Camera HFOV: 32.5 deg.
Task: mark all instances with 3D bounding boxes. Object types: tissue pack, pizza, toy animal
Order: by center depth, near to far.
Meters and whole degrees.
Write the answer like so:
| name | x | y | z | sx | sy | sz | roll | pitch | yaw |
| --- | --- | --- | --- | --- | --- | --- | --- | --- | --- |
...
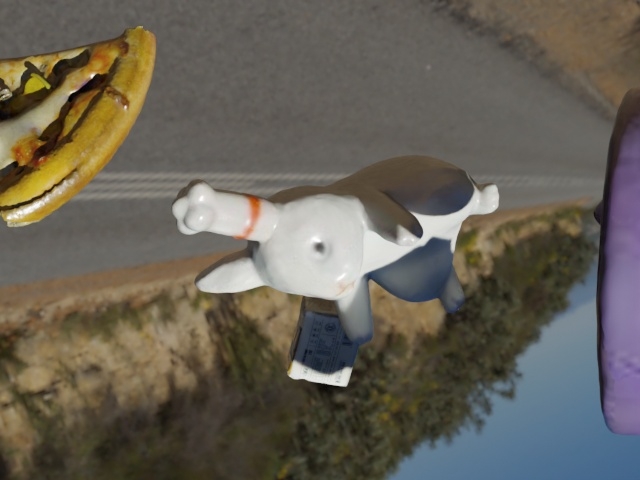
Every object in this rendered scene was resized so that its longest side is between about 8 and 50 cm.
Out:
| name | x | y | z | sx | sy | sz | roll | pitch | yaw |
| --- | --- | --- | --- | --- | --- | --- | --- | --- | --- |
| pizza | -0.211 | -0.108 | 0.814 | 0.184 | 0.176 | 0.036 | -49 | 153 | -20 |
| toy animal | 0.014 | 0.007 | 0.916 | 0.282 | 0.138 | 0.140 | -15 | 138 | -38 |
| tissue pack | 0.005 | 0.093 | 1.028 | 0.062 | 0.042 | 0.083 | 8 | 124 | -8 |

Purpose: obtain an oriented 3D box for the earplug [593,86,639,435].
| name | x | y | z | sx | sy | sz | roll | pitch | yaw |
| --- | --- | --- | --- | --- | --- | --- | --- | --- | --- |
| earplug | 0.389 | 0.022 | 0.602 | 0.456 | 0.215 | 0.215 | 3 | -179 | 21 |
